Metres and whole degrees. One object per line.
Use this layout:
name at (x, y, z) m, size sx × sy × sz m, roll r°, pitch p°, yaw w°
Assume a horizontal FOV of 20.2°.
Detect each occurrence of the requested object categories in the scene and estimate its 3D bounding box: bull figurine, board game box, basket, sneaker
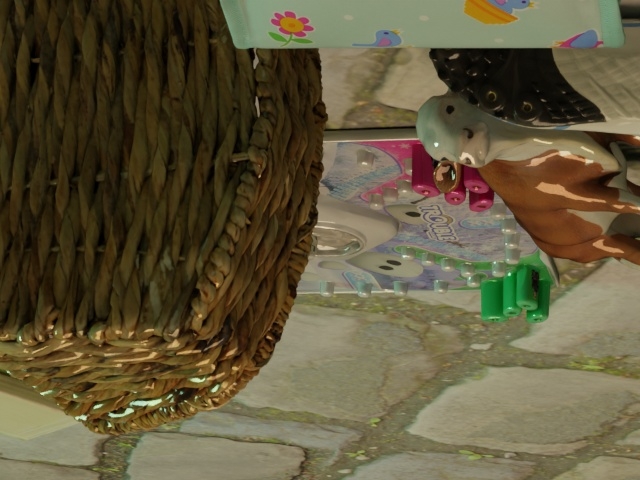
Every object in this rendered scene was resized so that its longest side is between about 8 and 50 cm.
bull figurine at (0.194, -0.049, 1.360) m, size 0.188 × 0.101 × 0.310 m, roll 15°, pitch 173°, yaw 24°
board game box at (0.000, 0.000, 1.643) m, size 0.390 × 0.050 × 0.390 m, roll -1°, pitch 159°, yaw 15°
basket at (-0.090, -0.040, 1.178) m, size 0.213 × 0.299 × 0.223 m, roll -4°, pitch 157°, yaw 18°
sneaker at (0.193, -0.116, 1.238) m, size 0.237 × 0.085 × 0.086 m, roll 8°, pitch -173°, yaw 9°

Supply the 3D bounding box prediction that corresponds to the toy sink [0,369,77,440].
toy sink at (-0.302, 0.053, 1.473) m, size 0.234 × 0.152 × 0.131 m, roll 23°, pitch 154°, yaw -28°

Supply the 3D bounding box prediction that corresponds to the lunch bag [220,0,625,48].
lunch bag at (0.037, -0.215, 0.872) m, size 0.223 × 0.160 × 0.262 m, roll 2°, pitch 150°, yaw 15°
